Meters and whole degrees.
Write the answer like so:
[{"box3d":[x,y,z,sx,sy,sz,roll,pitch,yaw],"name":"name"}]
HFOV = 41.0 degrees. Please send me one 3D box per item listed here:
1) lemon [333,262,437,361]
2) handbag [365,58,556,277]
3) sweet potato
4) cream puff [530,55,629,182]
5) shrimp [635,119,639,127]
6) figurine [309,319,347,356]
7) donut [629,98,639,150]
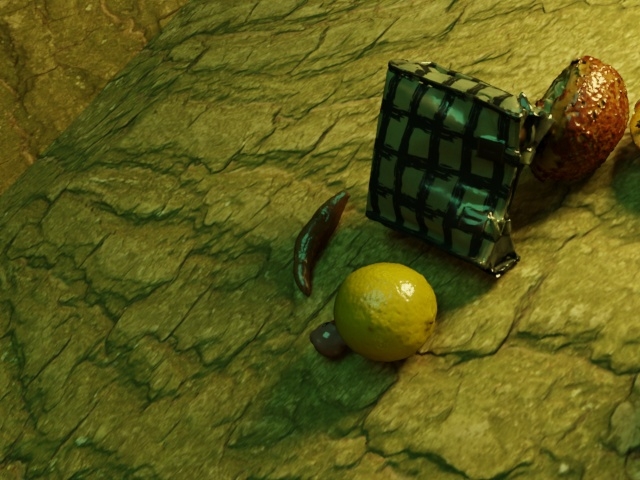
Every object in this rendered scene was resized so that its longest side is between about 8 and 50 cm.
[{"box3d":[0.110,0.126,1.525,0.203,0.178,0.178,3,55,37],"name":"lemon"},{"box3d":[0.243,-0.142,1.578,0.163,0.325,0.327,-10,29,-36],"name":"handbag"},{"box3d":[-0.011,0.000,1.825,0.078,0.058,0.255,15,65,21],"name":"sweet potato"},{"box3d":[0.467,-0.213,1.565,0.240,0.164,0.240,-53,10,13],"name":"cream puff"},{"box3d":[0.594,-0.206,1.451,0.114,0.023,0.083,-23,43,22],"name":"shrimp"},{"box3d":[0.022,0.187,1.616,0.083,0.071,0.067,3,96,48],"name":"figurine"},{"box3d":[0.625,-0.184,1.489,0.152,0.101,0.259,-24,43,17],"name":"donut"}]
